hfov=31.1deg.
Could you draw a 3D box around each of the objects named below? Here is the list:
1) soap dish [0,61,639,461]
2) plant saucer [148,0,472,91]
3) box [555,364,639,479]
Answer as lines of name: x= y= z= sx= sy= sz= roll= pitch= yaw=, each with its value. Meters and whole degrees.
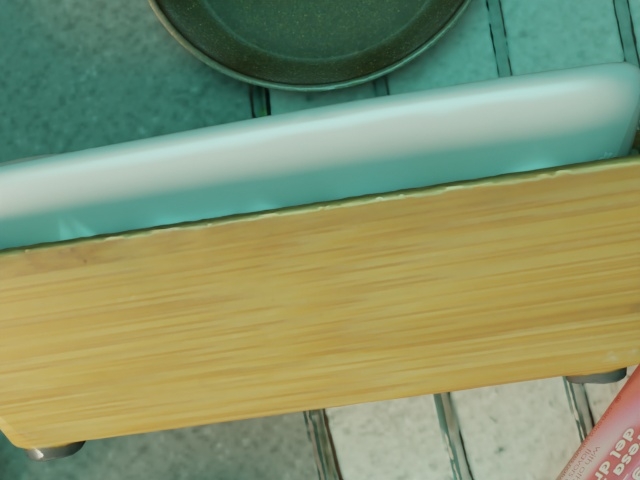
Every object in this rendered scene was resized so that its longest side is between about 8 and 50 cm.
soap dish: x=0.000 y=0.000 z=0.508 sx=0.290 sy=0.229 sz=0.118 roll=-8 pitch=97 yaw=5
plant saucer: x=-0.003 y=-0.172 z=0.622 sx=0.198 sy=0.036 sz=0.199 roll=-1 pitch=82 yaw=7
box: x=0.250 y=0.059 z=0.477 sx=0.154 sy=0.142 sz=0.300 roll=38 pitch=87 yaw=-15
